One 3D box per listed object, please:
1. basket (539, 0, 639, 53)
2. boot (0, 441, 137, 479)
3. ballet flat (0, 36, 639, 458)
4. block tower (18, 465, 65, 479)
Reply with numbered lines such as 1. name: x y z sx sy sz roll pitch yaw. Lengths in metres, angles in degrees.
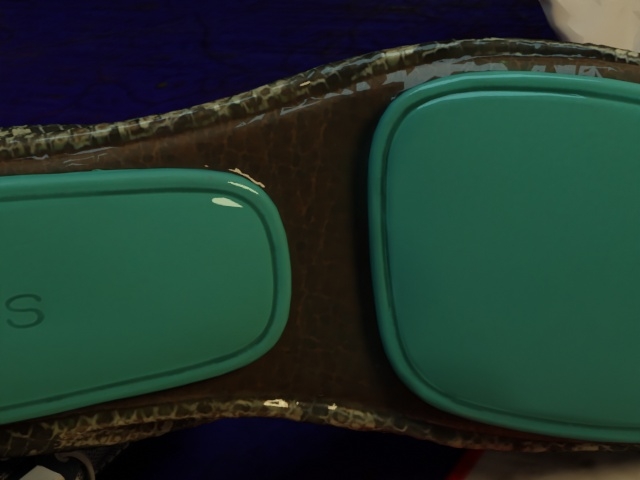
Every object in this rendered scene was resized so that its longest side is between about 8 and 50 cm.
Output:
1. basket: 0.247 -0.269 0.882 0.328 0.331 0.266 -16 23 36
2. boot: -0.118 0.112 0.768 0.190 0.069 0.086 -35 47 -24
3. ballet flat: 0.000 0.000 0.748 0.482 0.164 0.182 -3 11 -4
4. block tower: -0.018 0.168 0.580 0.335 0.091 0.097 14 41 42
